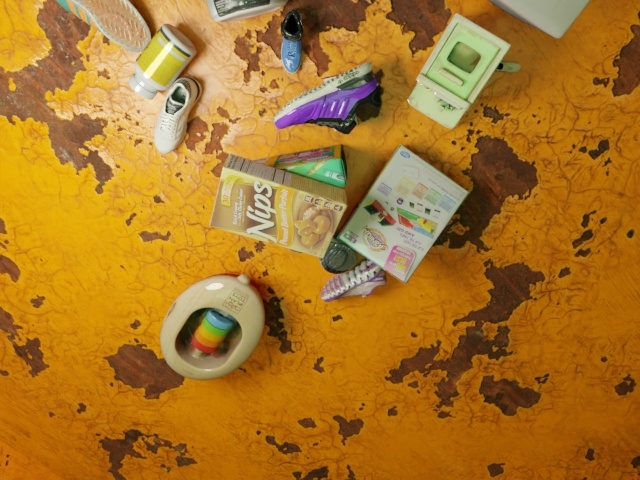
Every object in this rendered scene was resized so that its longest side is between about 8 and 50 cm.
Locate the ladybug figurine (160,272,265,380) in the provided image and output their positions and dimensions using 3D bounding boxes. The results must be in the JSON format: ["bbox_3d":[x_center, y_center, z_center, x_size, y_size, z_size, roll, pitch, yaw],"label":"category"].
[{"bbox_3d":[-0.346,0.271,1.477,0.305,0.162,0.449,34,113,-13],"label":"ladybug figurine"}]

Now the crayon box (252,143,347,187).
[{"bbox_3d":[-0.068,-0.190,1.242,0.279,0.165,0.081,-9,114,8],"label":"crayon box"}]

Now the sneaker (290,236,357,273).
[{"bbox_3d":[0.000,0.000,1.363,0.297,0.129,0.111,34,112,-32],"label":"sneaker"}]

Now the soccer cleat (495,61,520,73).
[{"bbox_3d":[0.480,-0.451,1.159,0.084,0.035,0.029,7,115,0],"label":"soccer cleat"}]

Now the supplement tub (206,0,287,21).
[{"bbox_3d":[-0.200,-0.680,1.004,0.194,0.193,0.315,-10,114,8],"label":"supplement tub"}]

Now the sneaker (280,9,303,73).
[{"bbox_3d":[-0.075,-0.505,1.138,0.058,0.084,0.152,9,116,-1],"label":"sneaker"}]

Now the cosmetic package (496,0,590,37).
[{"bbox_3d":[0.372,-0.666,0.858,0.394,0.327,0.329,23,122,-17],"label":"cosmetic package"}]

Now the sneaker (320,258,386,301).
[{"bbox_3d":[0.114,0.147,1.436,0.237,0.095,0.104,-29,118,15],"label":"sneaker"}]

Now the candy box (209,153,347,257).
[{"bbox_3d":[-0.109,-0.084,1.156,0.317,0.087,0.182,16,124,-10],"label":"candy box"}]

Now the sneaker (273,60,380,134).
[{"bbox_3d":[0.023,-0.332,1.157,0.294,0.102,0.146,-23,112,15],"label":"sneaker"}]

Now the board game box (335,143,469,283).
[{"bbox_3d":[0.228,-0.073,1.266,0.242,0.064,0.316,35,93,-5],"label":"board game box"}]

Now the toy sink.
[{"bbox_3d":[0.335,-0.411,1.117,0.153,0.131,0.234,34,114,4],"label":"toy sink"}]

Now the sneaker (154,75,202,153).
[{"bbox_3d":[-0.411,-0.342,1.231,0.090,0.094,0.235,25,115,-10],"label":"sneaker"}]

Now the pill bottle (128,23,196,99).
[{"bbox_3d":[-0.419,-0.462,1.168,0.184,0.103,0.103,-41,107,19],"label":"pill bottle"}]

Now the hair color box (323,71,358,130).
[{"bbox_3d":[0.056,-0.377,1.214,0.072,0.043,0.141,-10,113,8],"label":"hair color box"}]

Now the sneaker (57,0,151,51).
[{"bbox_3d":[-0.570,-0.597,1.124,0.302,0.121,0.108,35,91,-32],"label":"sneaker"}]
